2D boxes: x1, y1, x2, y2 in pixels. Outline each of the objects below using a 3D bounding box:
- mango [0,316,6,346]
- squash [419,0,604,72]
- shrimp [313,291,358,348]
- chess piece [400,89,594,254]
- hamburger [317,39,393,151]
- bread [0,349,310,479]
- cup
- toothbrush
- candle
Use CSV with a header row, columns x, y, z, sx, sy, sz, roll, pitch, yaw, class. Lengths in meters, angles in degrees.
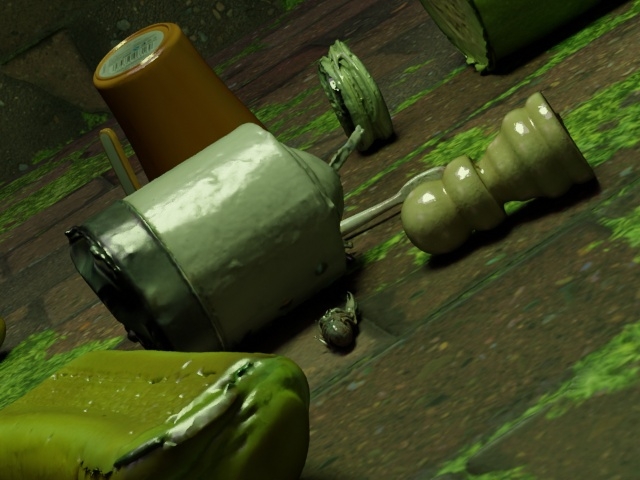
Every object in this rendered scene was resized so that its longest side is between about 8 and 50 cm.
x,y,z,sx,sy,sz,roll,pitch,yaw,class
-0.486,0.151,1.811,0.195,0.098,0.137,-25,11,-8,mango
0.295,-0.413,1.842,0.384,0.263,0.263,-32,15,-6,squash
0.013,0.073,1.237,0.038,0.029,0.092,-35,7,17,shrimp
0.150,-0.048,1.273,0.170,0.094,0.094,-35,13,13,chess piece
0.041,-0.178,1.796,0.062,0.140,0.133,-30,48,1,hamburger
-0.140,0.158,1.076,0.166,0.112,0.383,-36,14,-28,bread
-0.183,-0.128,1.857,0.182,0.264,0.226,-3,41,44,cup
0.000,0.000,1.502,0.307,0.025,0.029,-29,6,5,toothbrush
-0.066,-0.014,1.367,0.330,0.187,0.187,-34,15,-16,candle
